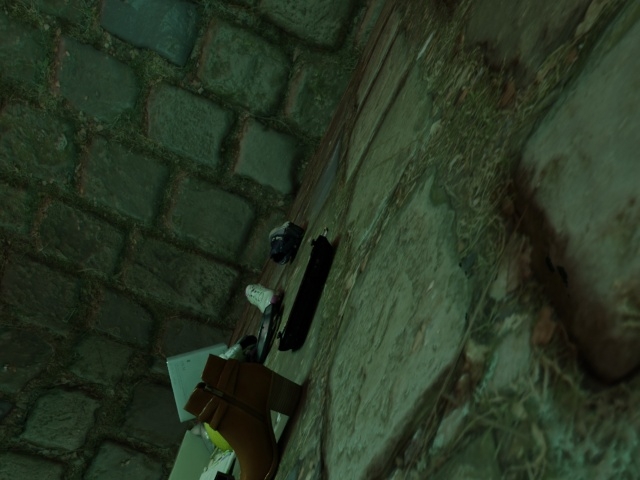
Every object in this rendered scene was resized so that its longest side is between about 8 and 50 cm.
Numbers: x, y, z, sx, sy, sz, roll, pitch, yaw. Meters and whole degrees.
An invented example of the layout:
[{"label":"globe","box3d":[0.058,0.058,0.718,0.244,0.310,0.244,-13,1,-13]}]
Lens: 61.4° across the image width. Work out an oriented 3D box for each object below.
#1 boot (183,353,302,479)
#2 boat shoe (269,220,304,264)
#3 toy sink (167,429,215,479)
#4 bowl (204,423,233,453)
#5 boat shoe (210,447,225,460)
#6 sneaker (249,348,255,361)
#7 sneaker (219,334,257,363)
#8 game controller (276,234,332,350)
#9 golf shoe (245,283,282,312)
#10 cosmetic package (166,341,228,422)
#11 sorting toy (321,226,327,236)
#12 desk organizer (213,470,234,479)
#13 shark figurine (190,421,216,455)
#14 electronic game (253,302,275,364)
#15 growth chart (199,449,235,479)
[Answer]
[{"label":"boot","box3d":[-0.184,0.392,1.126,0.109,0.220,0.284,159,133,-78]},{"label":"boat shoe","box3d":[-0.180,0.032,2.354,0.158,0.127,0.340,-62,7,-20]},{"label":"toy sink","box3d":[-0.468,0.850,1.981,0.234,0.152,0.131,-85,19,-61]},{"label":"bowl","box3d":[-0.322,0.551,1.819,0.289,0.156,0.290,-157,90,-81]},{"label":"boat shoe","box3d":[-0.352,0.717,1.937,0.056,0.048,0.153,121,168,-46]},{"label":"sneaker","box3d":[-0.357,0.537,2.196,0.282,0.102,0.161,-61,3,39]},{"label":"sneaker","box3d":[-0.267,0.396,1.939,0.132,0.086,0.228,-45,-12,2]},{"label":"game controller","box3d":[-0.048,0.143,1.450,0.166,0.067,0.319,136,156,-70]},{"label":"golf shoe","box3d":[-0.240,0.236,2.185,0.115,0.140,0.306,-67,9,-8]},{"label":"cosmetic package","box3d":[-0.435,0.520,2.002,0.138,0.224,0.224,163,94,-72]},{"label":"sorting toy","box3d":[0.000,0.000,1.703,0.062,0.012,0.083,-105,39,-76]},{"label":"desk organizer","box3d":[-0.267,0.680,1.490,0.130,0.050,0.047,143,148,-74]},{"label":"shark figurine","box3d":[-0.433,0.692,2.046,0.116,0.166,0.278,-28,23,9]},{"label":"electronic game","box3d":[-0.200,0.340,1.961,0.229,0.048,0.229,-166,90,-83]},{"label":"growth chart","box3d":[-0.334,0.734,1.682,0.237,0.021,0.172,-45,13,36]}]
